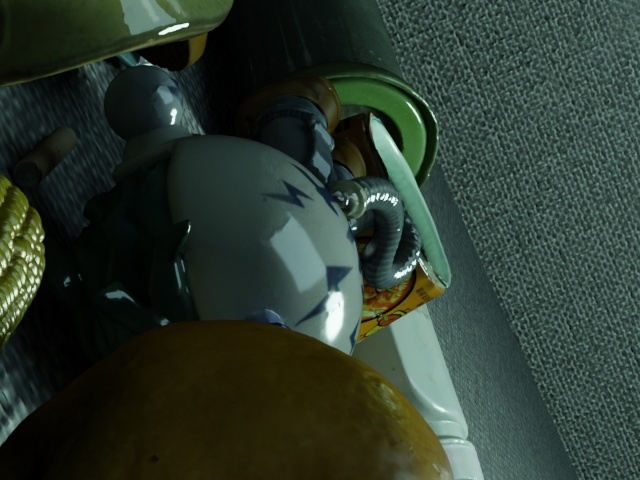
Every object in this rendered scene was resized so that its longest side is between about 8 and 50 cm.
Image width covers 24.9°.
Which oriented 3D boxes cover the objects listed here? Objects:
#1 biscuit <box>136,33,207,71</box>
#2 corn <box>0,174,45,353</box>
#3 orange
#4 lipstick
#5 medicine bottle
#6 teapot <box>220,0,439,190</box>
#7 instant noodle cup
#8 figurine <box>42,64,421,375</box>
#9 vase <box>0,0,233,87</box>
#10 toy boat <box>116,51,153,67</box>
[{"bbox_3d":[-0.157,-0.228,0.988,0.262,0.037,0.262,46,-15,17],"label":"biscuit"},{"bbox_3d":[-0.169,0.034,0.602,0.231,0.080,0.080,-82,147,-68],"label":"corn"},{"bbox_3d":[-0.054,0.142,0.585,0.183,0.249,0.249,38,27,-36],"label":"orange"},{"bbox_3d":[-0.172,-0.053,0.914,0.094,0.019,0.019,-77,143,-73],"label":"lipstick"},{"bbox_3d":[0.075,0.134,1.487,0.161,0.111,0.296,46,22,-59],"label":"medicine bottle"},{"bbox_3d":[-0.006,-0.171,1.528,0.337,0.200,0.270,-104,179,-45],"label":"teapot"},{"bbox_3d":[0.000,0.000,1.223,0.216,0.172,0.216,62,11,-22],"label":"instant noodle cup"},{"bbox_3d":[-0.059,0.000,0.941,0.261,0.186,0.382,54,19,-14],"label":"figurine"},{"bbox_3d":[-0.183,-0.182,0.681,0.329,0.240,0.302,-67,152,-46],"label":"vase"},{"bbox_3d":[-0.178,-0.188,1.149,0.122,0.034,0.096,39,29,-51],"label":"toy boat"}]
